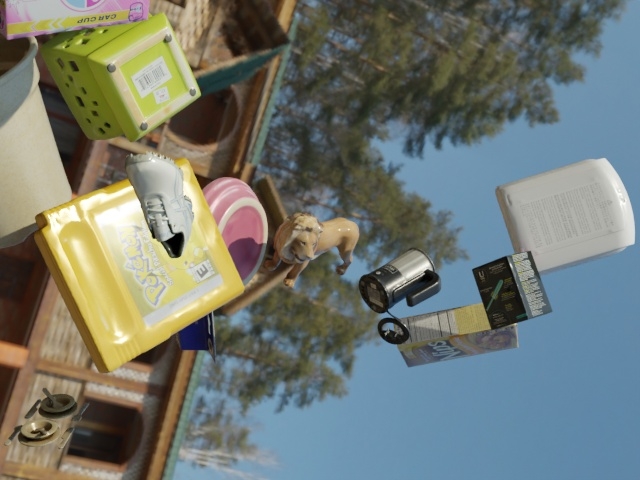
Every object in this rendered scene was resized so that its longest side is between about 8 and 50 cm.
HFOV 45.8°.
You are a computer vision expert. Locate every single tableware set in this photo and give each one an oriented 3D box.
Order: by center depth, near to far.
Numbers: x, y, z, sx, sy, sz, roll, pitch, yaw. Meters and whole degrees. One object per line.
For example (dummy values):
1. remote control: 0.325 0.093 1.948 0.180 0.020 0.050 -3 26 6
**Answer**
1. tableware set: -0.603 0.389 1.678 0.194 0.128 0.039 -84 177 -71

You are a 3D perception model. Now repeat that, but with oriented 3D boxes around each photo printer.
1. photo printer: 0.632 -0.062 1.936 0.107 0.308 0.256 33 40 -82

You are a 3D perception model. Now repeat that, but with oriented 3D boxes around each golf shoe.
1. golf shoe: -0.207 -0.044 1.001 0.176 0.069 0.086 69 12 -56

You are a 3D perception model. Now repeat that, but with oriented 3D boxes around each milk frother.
1. milk frother: 0.162 0.112 1.494 0.129 0.135 0.143 40 -38 33

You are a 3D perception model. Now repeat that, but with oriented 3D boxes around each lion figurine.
1. lion figurine: 0.000 0.000 2.050 0.142 0.392 0.240 44 -57 18

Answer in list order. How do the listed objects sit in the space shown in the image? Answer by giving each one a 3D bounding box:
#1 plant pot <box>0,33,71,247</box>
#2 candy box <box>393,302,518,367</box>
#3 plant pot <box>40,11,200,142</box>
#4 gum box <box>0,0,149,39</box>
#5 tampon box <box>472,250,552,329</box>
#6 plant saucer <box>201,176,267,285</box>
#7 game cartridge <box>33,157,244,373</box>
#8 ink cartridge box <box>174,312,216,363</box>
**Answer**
1. plant pot: -0.606 -0.163 1.347 0.334 0.334 0.305 -103 179 -53
2. candy box: 0.371 0.254 2.059 0.183 0.316 0.087 60 20 -58
3. plant pot: -0.397 -0.344 1.566 0.207 0.227 0.228 19 -129 44
4. gum box: -0.280 -0.304 0.865 0.062 0.188 0.107 45 -42 28
5. tampon box: 0.469 0.122 1.857 0.120 0.101 0.161 -28 -105 50
6. plant saucer: -0.239 0.003 1.989 0.084 0.332 0.332 13 -97 27
7. game cartridge: -0.307 0.033 1.328 0.053 0.324 0.285 -15 -79 43
8. ink cartridge box: -0.313 0.118 1.688 0.371 0.069 0.175 -142 -134 -57
